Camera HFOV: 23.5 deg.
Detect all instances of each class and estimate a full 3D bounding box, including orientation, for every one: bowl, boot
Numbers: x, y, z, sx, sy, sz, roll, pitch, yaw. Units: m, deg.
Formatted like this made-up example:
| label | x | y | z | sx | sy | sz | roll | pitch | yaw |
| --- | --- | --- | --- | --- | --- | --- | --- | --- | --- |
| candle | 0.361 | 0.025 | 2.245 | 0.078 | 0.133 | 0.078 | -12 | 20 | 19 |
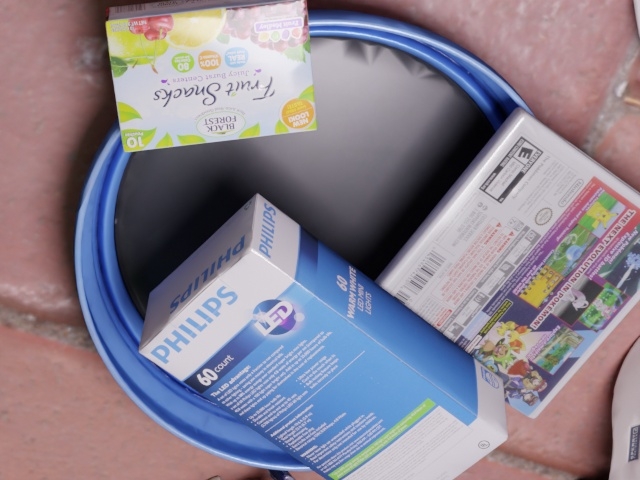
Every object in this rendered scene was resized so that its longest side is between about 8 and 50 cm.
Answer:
| label | x | y | z | sx | sy | sz | roll | pitch | yaw |
| --- | --- | --- | --- | --- | --- | --- | --- | --- | --- |
| bowl | 0.000 | 0.000 | 1.229 | 0.391 | 0.077 | 0.391 | -3 | 116 | -6 |
| boot | 0.297 | 0.170 | 1.309 | 0.086 | 0.190 | 0.069 | 29 | 151 | -25 |

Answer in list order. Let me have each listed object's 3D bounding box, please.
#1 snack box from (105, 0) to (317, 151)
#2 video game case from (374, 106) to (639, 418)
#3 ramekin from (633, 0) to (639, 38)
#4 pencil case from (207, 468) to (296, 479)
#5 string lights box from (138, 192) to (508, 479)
| label | x | y | z | sx | sy | sz | roll | pitch | yaw |
| --- | --- | --- | --- | --- | --- | --- | --- | --- | --- |
| snack box | -0.077 | -0.122 | 1.098 | 0.141 | 0.037 | 0.100 | -7 | 117 | -4 |
| video game case | 0.161 | 0.022 | 1.207 | 0.183 | 0.023 | 0.201 | 33 | 106 | -20 |
| ramekin | 0.340 | -0.190 | 1.090 | 0.127 | 0.273 | 0.273 | -10 | 117 | -17 |
| pencil case | 0.018 | 0.385 | 1.359 | 0.159 | 0.183 | 0.410 | -29 | 118 | 13 |
| string lights box | 0.005 | 0.096 | 1.175 | 0.259 | 0.077 | 0.133 | 38 | 119 | -21 |
